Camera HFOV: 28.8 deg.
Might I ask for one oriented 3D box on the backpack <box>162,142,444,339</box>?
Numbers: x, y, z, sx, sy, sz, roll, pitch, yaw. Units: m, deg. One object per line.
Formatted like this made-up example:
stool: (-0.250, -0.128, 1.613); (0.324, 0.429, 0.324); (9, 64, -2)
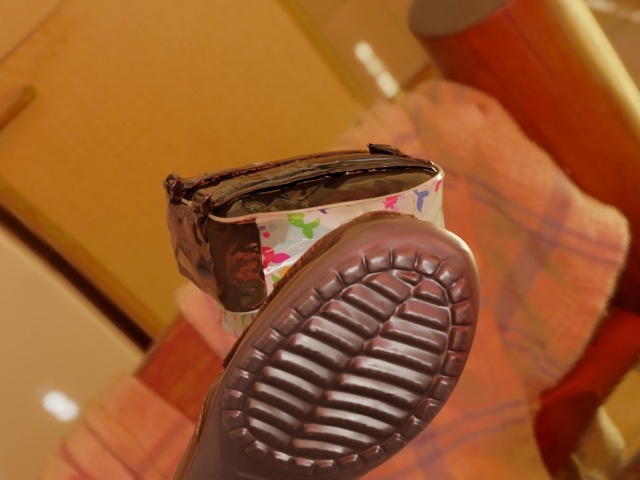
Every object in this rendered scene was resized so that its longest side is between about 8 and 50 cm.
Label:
backpack: (0.000, 0.000, 1.213); (0.254, 0.191, 0.225); (-18, 17, -20)

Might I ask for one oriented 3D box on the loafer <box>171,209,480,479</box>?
loafer: (-0.023, 0.105, 0.856); (0.366, 0.134, 0.130); (-54, 20, 31)
